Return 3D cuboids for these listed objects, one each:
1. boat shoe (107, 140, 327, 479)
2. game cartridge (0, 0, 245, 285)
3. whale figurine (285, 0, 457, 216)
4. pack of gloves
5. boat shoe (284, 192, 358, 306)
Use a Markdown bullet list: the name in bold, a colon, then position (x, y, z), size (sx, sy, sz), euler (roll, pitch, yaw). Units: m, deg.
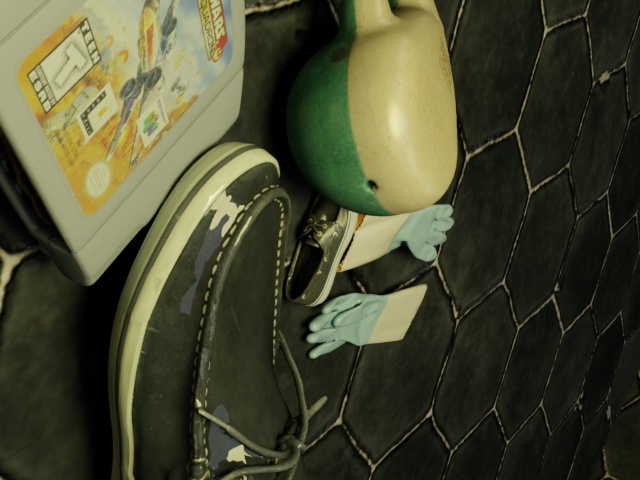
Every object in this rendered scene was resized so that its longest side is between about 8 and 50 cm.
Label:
- **boat shoe**: position (-0.078, 0.170, 0.673), size (0.187, 0.156, 0.499), euler (-22, 125, -66)
- **game cartridge**: position (-0.121, -0.115, 0.485), size (0.198, 0.062, 0.297), euler (-50, 161, -23)
- **whale figurine**: position (0.051, -0.146, 0.786), size (0.216, 0.141, 0.272), euler (58, 34, -43)
- **pack of gloves**: position (0.062, 0.036, 0.952), size (0.232, 0.046, 0.195), euler (-2, 121, -55)
- **boat shoe**: position (0.000, 0.000, 0.827), size (0.040, 0.049, 0.142), euler (2, 106, -54)
